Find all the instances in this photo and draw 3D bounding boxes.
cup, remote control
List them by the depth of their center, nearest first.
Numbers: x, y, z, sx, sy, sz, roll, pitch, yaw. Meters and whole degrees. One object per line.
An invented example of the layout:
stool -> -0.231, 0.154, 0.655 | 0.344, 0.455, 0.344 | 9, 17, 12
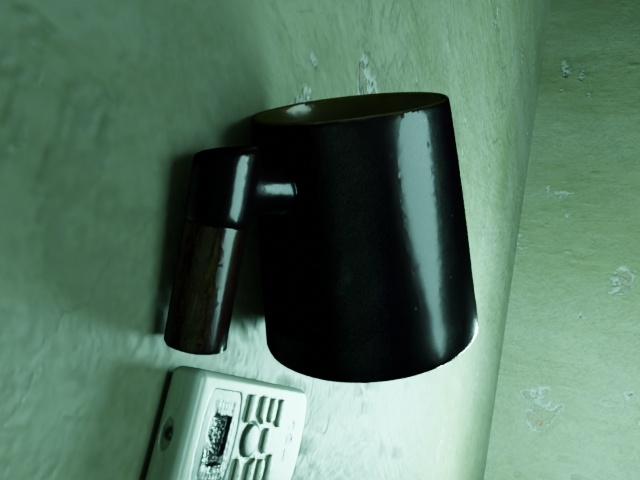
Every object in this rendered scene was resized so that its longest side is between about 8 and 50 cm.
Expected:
cup -> 0.017, -0.001, 0.440 | 0.239, 0.166, 0.177 | -41, 129, -60
remote control -> -0.058, 0.145, 0.467 | 0.190, 0.029, 0.087 | 42, 58, -63
